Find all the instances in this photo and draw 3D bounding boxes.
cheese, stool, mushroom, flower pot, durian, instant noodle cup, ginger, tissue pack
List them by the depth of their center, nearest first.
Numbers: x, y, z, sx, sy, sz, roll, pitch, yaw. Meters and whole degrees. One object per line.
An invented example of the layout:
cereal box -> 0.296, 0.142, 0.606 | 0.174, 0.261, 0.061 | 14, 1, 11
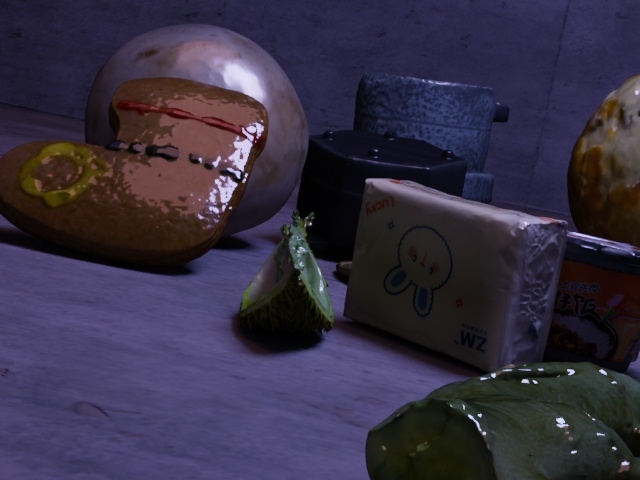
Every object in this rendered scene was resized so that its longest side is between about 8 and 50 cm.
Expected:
ginger -> 0.126, 0.120, 0.640 | 0.137, 0.089, 0.290 | -6, -3, 19
durian -> -0.022, 0.032, 1.007 | 0.086, 0.100, 0.215 | 13, 14, -4
tissue pack -> 0.124, 0.031, 1.047 | 0.196, 0.148, 0.092 | 17, 14, 41
instant noodle cup -> 0.255, 0.058, 1.097 | 0.177, 0.125, 0.208 | 15, 5, 18
mushroom -> -0.175, -0.131, 1.484 | 0.297, 0.297, 0.290 | 9, -20, -14
stool -> 0.086, -0.071, 1.552 | 0.232, 0.141, 0.232 | 9, 17, -3
cheese -> 0.000, 0.000, 1.572 | 0.120, 0.026, 0.067 | 8, 8, -18
flower pot -> 0.181, -0.146, 1.987 | 0.299, 0.283, 0.299 | 7, 6, -1

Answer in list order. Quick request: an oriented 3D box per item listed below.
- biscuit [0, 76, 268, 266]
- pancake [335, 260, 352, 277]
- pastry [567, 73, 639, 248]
biscuit -> -0.209, -0.097, 1.247 | 0.262, 0.052, 0.277 | 19, 53, 7
pancake -> 0.139, 0.050, 1.370 | 0.250, 0.031, 0.250 | 11, 7, -1
pastry -> 0.535, -0.068, 1.668 | 0.312, 0.388, 0.388 | -33, -10, 22
